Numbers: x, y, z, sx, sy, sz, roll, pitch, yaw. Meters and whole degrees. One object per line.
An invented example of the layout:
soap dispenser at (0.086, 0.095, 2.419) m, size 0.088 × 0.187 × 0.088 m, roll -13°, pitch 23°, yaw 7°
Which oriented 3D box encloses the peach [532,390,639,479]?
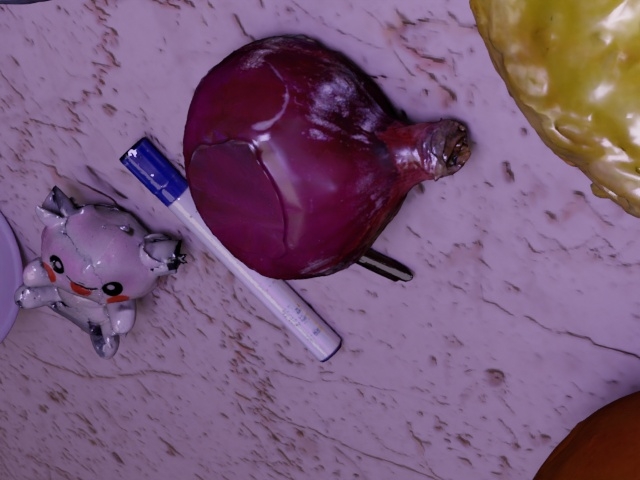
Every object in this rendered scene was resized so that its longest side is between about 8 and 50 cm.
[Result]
peach at (0.295, 0.264, 0.895) m, size 0.343 × 0.302 × 0.343 m, roll 30°, pitch -171°, yaw -5°

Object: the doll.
doll at (-0.218, 0.031, 1.239) m, size 0.149 × 0.095 × 0.192 m, roll 31°, pitch 142°, yaw -2°

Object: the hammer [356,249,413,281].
hammer at (0.000, 0.000, 1.091) m, size 0.178 × 0.021 × 0.065 m, roll 22°, pitch 141°, yaw 15°

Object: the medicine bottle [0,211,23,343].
medicine bottle at (-0.494, 0.054, 1.367) m, size 0.302 × 0.241 × 0.241 m, roll -13°, pitch 122°, yaw 35°

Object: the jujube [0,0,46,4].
jujube at (-0.218, -0.293, 0.787) m, size 0.246 × 0.215 × 0.308 m, roll 10°, pitch 137°, yaw 33°

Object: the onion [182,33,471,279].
onion at (0.005, -0.053, 0.944) m, size 0.218 × 0.140 × 0.195 m, roll 6°, pitch 126°, yaw 31°

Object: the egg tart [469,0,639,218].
egg tart at (0.232, -0.143, 0.648) m, size 0.345 × 0.132 × 0.345 m, roll 22°, pitch 140°, yaw 20°

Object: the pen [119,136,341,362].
pen at (-0.078, 0.011, 1.154) m, size 0.269 × 0.033 × 0.033 m, roll 46°, pitch 143°, yaw -12°
